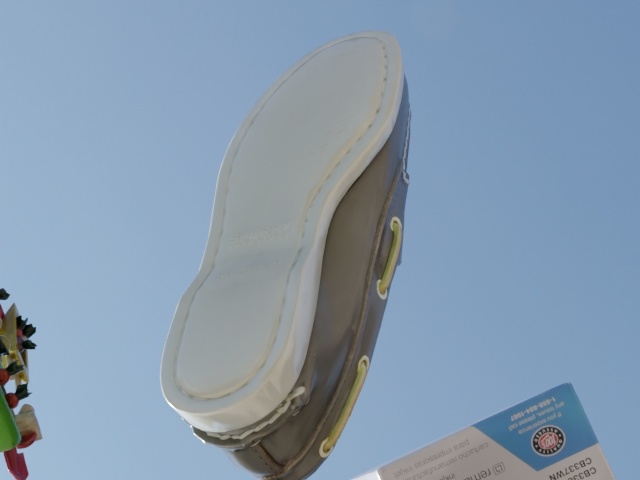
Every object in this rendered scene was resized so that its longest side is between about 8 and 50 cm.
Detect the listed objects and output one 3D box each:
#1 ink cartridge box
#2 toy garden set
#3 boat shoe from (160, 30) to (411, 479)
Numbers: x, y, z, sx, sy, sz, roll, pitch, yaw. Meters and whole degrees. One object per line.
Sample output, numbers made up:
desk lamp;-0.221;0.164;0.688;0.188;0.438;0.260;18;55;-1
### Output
ink cartridge box;0.177;0.300;1.306;0.198;0.197;0.270;-23;-99;-12
toy garden set;-0.264;0.082;1.185;0.049;0.244;0.204;-18;-50;-9
boat shoe;-0.004;0.001;0.836;0.109;0.305;0.091;-8;-45;30
